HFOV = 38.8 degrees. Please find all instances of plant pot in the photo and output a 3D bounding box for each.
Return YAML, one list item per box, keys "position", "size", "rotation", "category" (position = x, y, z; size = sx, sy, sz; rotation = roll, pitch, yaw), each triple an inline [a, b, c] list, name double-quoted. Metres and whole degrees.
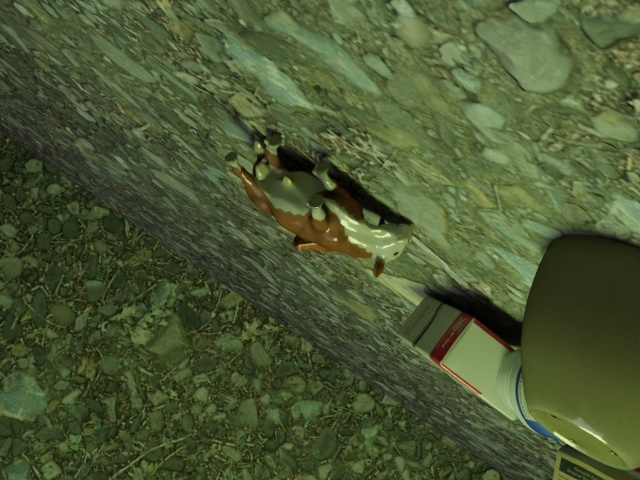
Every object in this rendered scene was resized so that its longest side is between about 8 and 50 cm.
- position: [0.347, 0.152, 1.067]
  size: [0.284, 0.191, 0.284]
  rotation: [33, 168, 8]
  category: "plant pot"

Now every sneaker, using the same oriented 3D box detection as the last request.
- position: [0.000, 0.000, 1.678]
  size: [0.067, 0.064, 0.175]
  rotation: [29, 173, -24]
  category: "sneaker"

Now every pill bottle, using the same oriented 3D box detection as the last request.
- position: [0.375, 0.224, 1.342]
  size: [0.152, 0.152, 0.272]
  rotation: [37, 167, -13]
  category: "pill bottle"

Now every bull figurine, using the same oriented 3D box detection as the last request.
- position: [-0.009, -0.058, 1.403]
  size: [0.310, 0.101, 0.188]
  rotation: [24, 160, 31]
  category: "bull figurine"

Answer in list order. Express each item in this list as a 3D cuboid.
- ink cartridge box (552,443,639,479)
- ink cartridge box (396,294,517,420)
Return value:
- position: [0.494, 0.352, 1.369]
  size: [0.234, 0.088, 0.193]
  rotation: [-14, -155, -42]
  category: "ink cartridge box"
- position: [0.256, 0.196, 1.579]
  size: [0.172, 0.100, 0.237]
  rotation: [38, 177, -14]
  category: "ink cartridge box"
